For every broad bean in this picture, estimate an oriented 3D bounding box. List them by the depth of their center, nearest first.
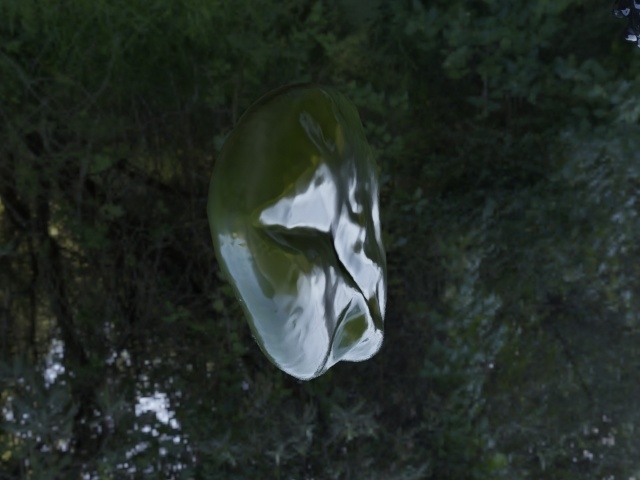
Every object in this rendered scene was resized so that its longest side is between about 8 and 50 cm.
[{"bbox_3d":[-0.003,0.000,0.427,0.072,0.153,0.207,1,157,6],"label":"broad bean"}]

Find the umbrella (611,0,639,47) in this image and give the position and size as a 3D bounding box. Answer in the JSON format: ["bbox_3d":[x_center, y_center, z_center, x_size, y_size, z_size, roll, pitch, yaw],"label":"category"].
[{"bbox_3d":[0.232,-0.132,0.366,0.154,0.128,0.336,2,-171,8],"label":"umbrella"}]
